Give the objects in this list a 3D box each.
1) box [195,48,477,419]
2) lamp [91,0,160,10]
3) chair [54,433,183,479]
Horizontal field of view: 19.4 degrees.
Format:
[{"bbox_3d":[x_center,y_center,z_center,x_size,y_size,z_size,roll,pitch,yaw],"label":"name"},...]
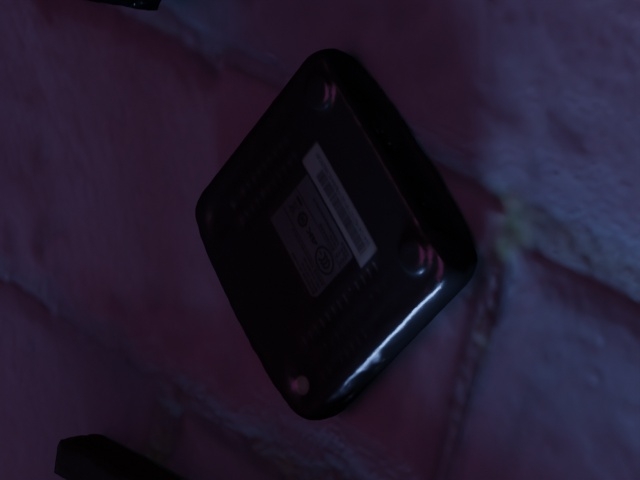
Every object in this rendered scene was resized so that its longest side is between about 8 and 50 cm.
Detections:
[{"bbox_3d":[0.000,0.000,0.812,0.125,0.027,0.126,-49,60,35],"label":"box"},{"bbox_3d":[-0.113,-0.246,0.794,0.124,0.203,0.283,16,101,23],"label":"lamp"},{"bbox_3d":[-0.063,0.240,0.743,0.416,0.240,0.203,20,104,43],"label":"chair"}]
